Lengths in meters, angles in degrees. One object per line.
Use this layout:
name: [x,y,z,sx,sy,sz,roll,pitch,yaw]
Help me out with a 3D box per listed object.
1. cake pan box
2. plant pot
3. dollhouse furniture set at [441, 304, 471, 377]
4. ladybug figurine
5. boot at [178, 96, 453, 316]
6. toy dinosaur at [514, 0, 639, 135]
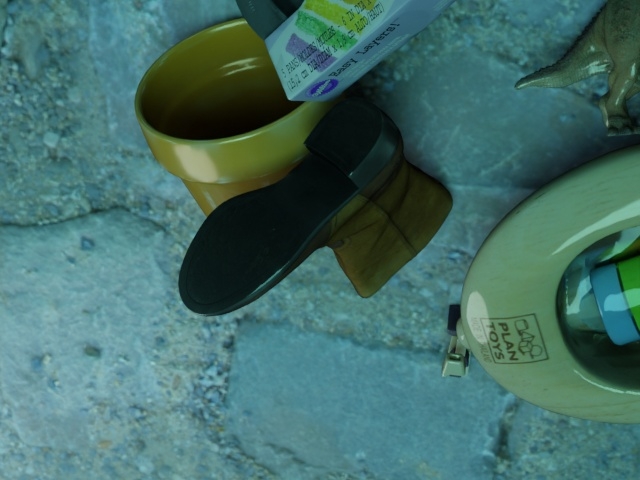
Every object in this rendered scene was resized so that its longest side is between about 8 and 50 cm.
cake pan box: [0.021,-0.291,1.687,0.267,0.070,0.246,-36,67,39]
plant pot: [-0.062,-0.091,1.860,0.205,0.205,0.188,-8,130,12]
dollhouse furniture set: [0.187,0.136,1.992,0.114,0.091,0.081,7,132,2]
ladybug figurine: [0.351,0.027,1.858,0.449,0.162,0.305,-12,115,15]
boot: [0.000,0.000,1.822,0.096,0.280,0.264,36,86,23]
toy dinosaur: [0.337,-0.204,1.774,0.295,0.127,0.200,-1,95,32]
